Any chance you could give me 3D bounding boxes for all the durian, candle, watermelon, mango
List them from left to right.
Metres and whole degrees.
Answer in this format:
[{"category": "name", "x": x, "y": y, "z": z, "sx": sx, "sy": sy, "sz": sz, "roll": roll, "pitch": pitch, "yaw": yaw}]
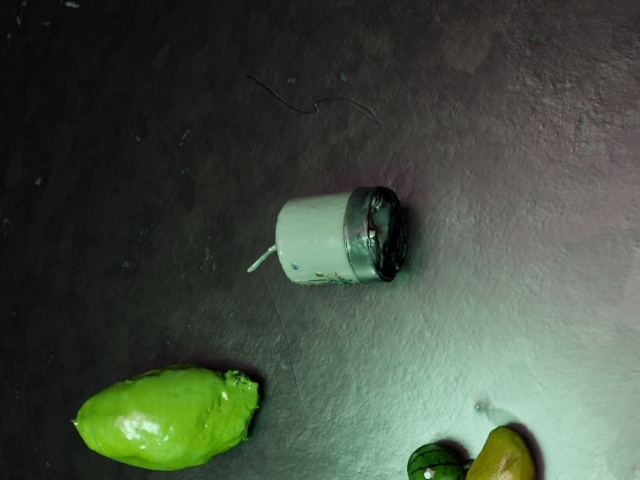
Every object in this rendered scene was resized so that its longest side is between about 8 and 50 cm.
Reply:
[{"category": "durian", "x": -0.320, "y": 0.364, "z": 1.306, "sx": 0.256, "sy": 0.340, "sz": 0.204, "roll": 6, "pitch": 105, "yaw": 53}, {"category": "candle", "x": 0.000, "y": 0.000, "z": 1.229, "sx": 0.330, "sy": 0.187, "sz": 0.187, "roll": -5, "pitch": 79, "yaw": 28}, {"category": "watermelon", "x": 0.203, "y": 0.400, "z": 1.094, "sx": 0.109, "sy": 0.109, "sz": 0.108, "roll": -5, "pitch": 79, "yaw": 28}, {"category": "mango", "x": 0.304, "y": 0.399, "z": 1.049, "sx": 0.115, "sy": 0.089, "sz": 0.164, "roll": 31, "pitch": 93, "yaw": 39}]
